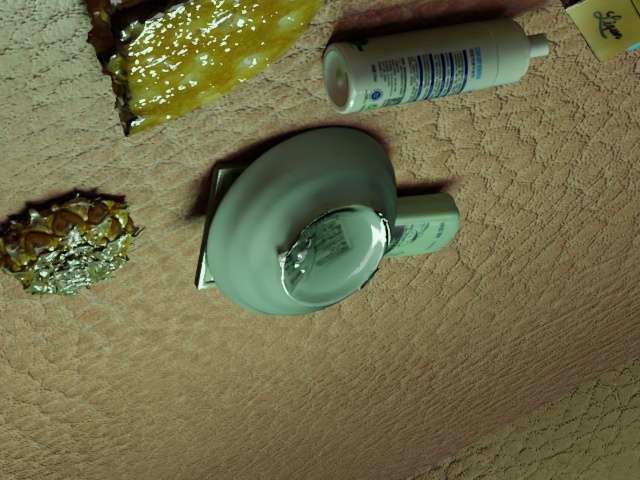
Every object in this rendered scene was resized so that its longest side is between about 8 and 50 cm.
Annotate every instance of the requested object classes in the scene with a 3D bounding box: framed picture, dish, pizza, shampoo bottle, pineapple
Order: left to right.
[{"bbox_3d":[-0.339,0.016,2.048,0.225,0.076,0.225,-17,157,-7],"label":"pineapple"},{"bbox_3d":[-0.133,-0.243,1.625,0.278,0.114,0.409,-3,150,-38],"label":"pizza"},{"bbox_3d":[-0.094,-0.023,2.130,0.150,0.015,0.203,-5,126,-28],"label":"framed picture"},{"bbox_3d":[0.000,0.000,2.120,0.316,0.106,0.316,-20,133,-22],"label":"dish"},{"bbox_3d":[0.035,-0.007,2.308,0.360,0.078,0.134,-7,153,-32],"label":"shampoo bottle"},{"bbox_3d":[0.157,-0.229,1.929,0.303,0.092,0.092,-13,155,-21],"label":"shampoo bottle"}]

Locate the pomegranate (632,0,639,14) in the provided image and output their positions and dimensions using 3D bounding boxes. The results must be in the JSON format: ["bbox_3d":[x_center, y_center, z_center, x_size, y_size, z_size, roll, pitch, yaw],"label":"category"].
[{"bbox_3d":[0.548,-0.314,1.697,0.412,0.411,0.411,-18,156,-8],"label":"pomegranate"}]

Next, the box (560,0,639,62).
[{"bbox_3d":[0.266,-0.327,1.632,0.070,0.237,0.152,-25,157,15],"label":"box"}]

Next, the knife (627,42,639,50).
[{"bbox_3d":[0.477,-0.328,2.067,0.064,0.031,0.222,-12,158,-31],"label":"knife"}]
